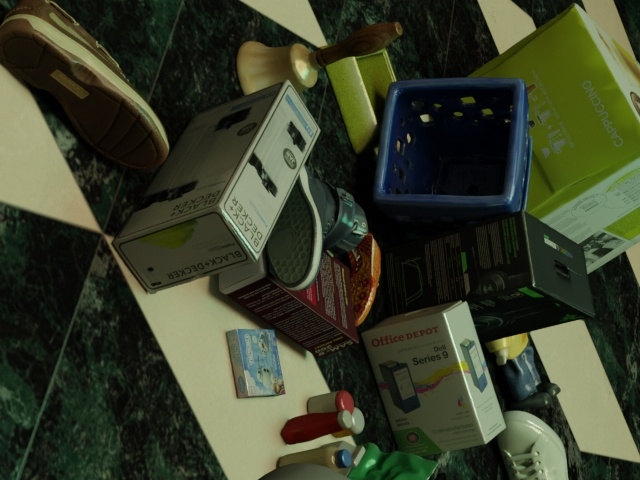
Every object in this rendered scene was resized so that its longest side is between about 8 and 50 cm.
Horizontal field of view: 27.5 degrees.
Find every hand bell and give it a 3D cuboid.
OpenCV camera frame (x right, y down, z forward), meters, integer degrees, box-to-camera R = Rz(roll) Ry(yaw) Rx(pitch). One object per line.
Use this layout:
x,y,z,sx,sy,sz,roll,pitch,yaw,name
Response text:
0.011,-0.269,1.891,0.126,0.242,0.126,35,46,-47,hand bell

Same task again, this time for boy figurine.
0.355,0.163,2.409,0.177,0.092,0.285,-23,98,-57,boy figurine

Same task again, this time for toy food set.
0.023,0.278,1.770,0.111,0.104,0.232,64,31,-15,toy food set

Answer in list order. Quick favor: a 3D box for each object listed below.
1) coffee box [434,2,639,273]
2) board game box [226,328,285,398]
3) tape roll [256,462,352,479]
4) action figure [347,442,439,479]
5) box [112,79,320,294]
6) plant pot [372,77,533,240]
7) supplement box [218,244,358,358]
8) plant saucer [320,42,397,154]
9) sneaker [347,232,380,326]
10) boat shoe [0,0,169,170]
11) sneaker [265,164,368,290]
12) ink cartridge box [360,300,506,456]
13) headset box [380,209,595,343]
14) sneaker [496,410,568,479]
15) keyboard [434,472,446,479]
0.465,-0.168,2.439,0.334,0.338,0.337,24,39,-54,coffee box
-0.084,0.163,1.733,0.090,0.020,0.090,6,69,-58,board game box
-0.019,0.376,1.533,0.072,0.219,0.219,-25,97,-60,tape roll
0.057,0.374,1.789,0.232,0.137,0.063,-46,128,-48,action figure
-0.123,-0.071,1.639,0.087,0.169,0.290,57,34,-26,box
0.234,-0.119,2.168,0.212,0.236,0.236,54,41,-59,plant pot
-0.044,0.053,1.791,0.239,0.073,0.130,39,35,-45,supplement box
0.086,-0.253,2.209,0.188,0.045,0.188,-26,98,-60,plant saucer
0.068,0.067,2.000,0.067,0.064,0.175,60,33,-41,sneaker
-0.266,-0.191,1.539,0.257,0.095,0.095,48,32,-37,boat shoe
0.001,-0.001,1.737,0.163,0.086,0.226,39,32,-40,sneaker
0.173,0.214,2.006,0.093,0.154,0.212,-19,92,-59,ink cartridge box
0.284,0.069,2.139,0.246,0.283,0.131,25,54,-54,headset box
0.388,0.434,2.304,0.290,0.106,0.123,61,29,-23,sneaker
0.149,0.417,1.999,0.192,0.038,0.100,-44,136,-59,keyboard
